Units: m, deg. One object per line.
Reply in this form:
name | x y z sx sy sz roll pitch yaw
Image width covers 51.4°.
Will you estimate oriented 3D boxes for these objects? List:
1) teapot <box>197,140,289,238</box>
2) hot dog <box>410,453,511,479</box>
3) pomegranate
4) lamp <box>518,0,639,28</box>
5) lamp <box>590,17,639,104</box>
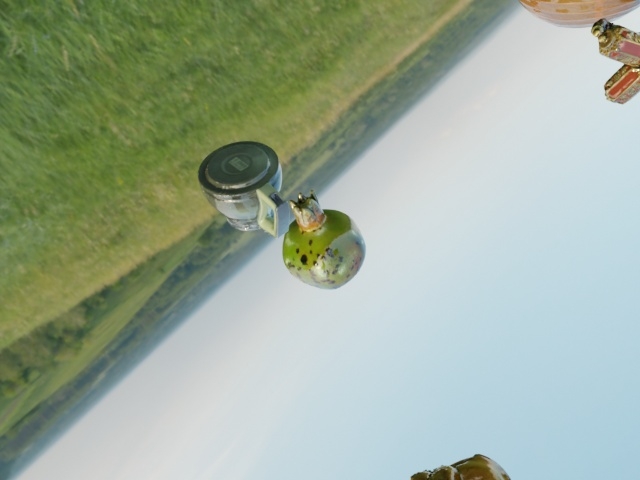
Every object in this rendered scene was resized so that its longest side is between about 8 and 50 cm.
teapot | -0.054 -0.036 0.534 0.066 0.088 0.057 -37 143 -22
hot dog | 0.119 0.299 0.488 0.115 0.268 0.072 11 153 -37
pomegranate | 0.000 0.000 1.227 0.159 0.205 0.159 -15 -140 13
lamp | 0.214 -0.239 0.529 0.136 0.136 0.136 -43 -177 3
lamp | 0.215 -0.120 0.408 0.083 0.063 0.031 -14 -130 23
